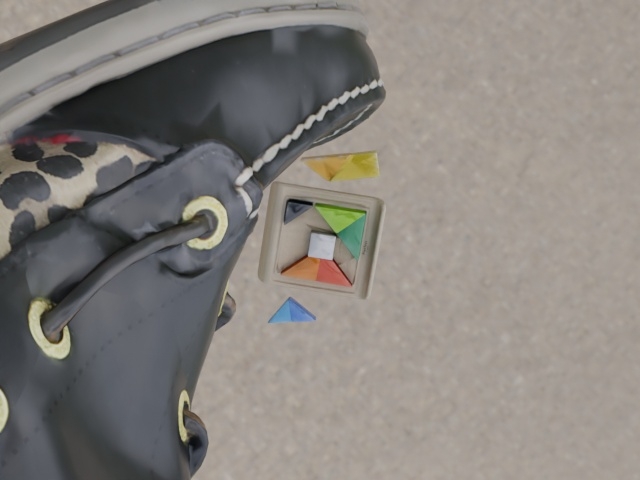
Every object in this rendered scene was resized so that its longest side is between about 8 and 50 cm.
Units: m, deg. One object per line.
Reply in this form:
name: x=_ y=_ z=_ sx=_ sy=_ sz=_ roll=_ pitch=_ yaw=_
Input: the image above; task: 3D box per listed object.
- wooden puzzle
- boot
wooden puzzle: x=0.000 y=0.000 z=0.901 sx=0.014 sy=0.078 sz=0.116 roll=-69 pitch=163 yaw=-70
boot: x=-0.052 y=0.088 z=0.425 sx=0.138 sy=0.284 sz=0.377 roll=-31 pitch=-178 yaw=39
